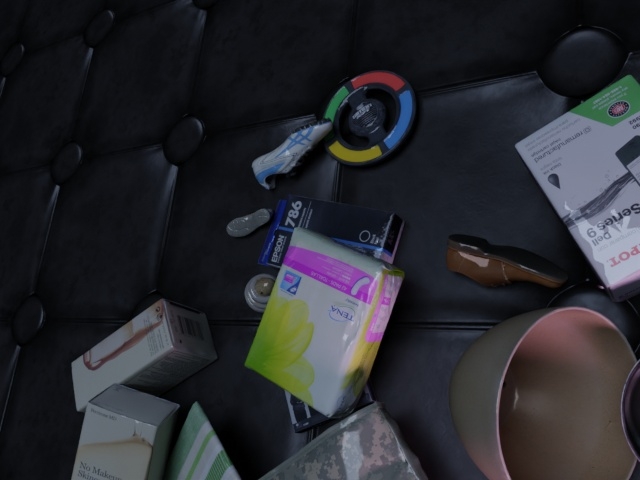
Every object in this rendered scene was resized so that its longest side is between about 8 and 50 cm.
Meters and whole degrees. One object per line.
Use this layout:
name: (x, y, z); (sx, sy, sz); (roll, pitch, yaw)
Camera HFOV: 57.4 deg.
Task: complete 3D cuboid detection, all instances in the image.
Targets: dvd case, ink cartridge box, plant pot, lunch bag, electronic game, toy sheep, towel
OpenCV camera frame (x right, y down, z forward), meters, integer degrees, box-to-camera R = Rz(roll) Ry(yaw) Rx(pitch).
dvd case: (-0.003, 0.237, 1.168); (0.179, 0.029, 0.239); (-28, 60, 20)
ink cartridge box: (0.483, -0.080, 0.930); (0.211, 0.121, 0.289); (-33, 59, 18)
plant pot: (0.302, 0.236, 0.865); (0.191, 0.284, 0.284); (-8, 65, 64)
lunch bag: (0.060, 0.440, 0.972); (0.287, 0.169, 0.235); (-41, 56, 18)
electronic game: (0.102, -0.267, 1.274); (0.229, 0.048, 0.229); (-11, 67, 28)
toy sheep: (-0.118, 0.113, 1.239); (0.091, 0.132, 0.091); (5, 61, -10)
ink cartridge box: (0.000, 0.000, 1.232); (0.332, 0.065, 0.166); (11, 79, 34)
towel: (-0.200, 0.516, 1.130); (0.325, 0.038, 0.248); (47, 124, 35)

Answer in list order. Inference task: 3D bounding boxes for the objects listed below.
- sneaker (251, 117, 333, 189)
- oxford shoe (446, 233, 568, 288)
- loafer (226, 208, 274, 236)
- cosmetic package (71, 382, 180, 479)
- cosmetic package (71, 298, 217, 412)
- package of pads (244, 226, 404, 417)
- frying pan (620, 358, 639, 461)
sneaker: (-0.056, -0.197, 1.321); (0.237, 0.085, 0.086); (-32, 93, 33)
oxford shoe: (0.322, 0.051, 1.026); (0.212, 0.076, 0.076); (18, 113, 32)
loafer: (-0.161, -0.043, 1.365); (0.125, 0.039, 0.045); (-22, 96, 27)
cosmetic package: (-0.412, 0.474, 1.202); (0.160, 0.113, 0.310); (15, 100, 8)
cosmetic package: (-0.401, 0.272, 1.325); (0.296, 0.153, 0.129); (-34, 57, 15)
package of pads: (0.009, 0.151, 1.093); (0.229, 0.101, 0.297); (23, 96, 34)
frying pan: (0.497, 0.300, 0.796); (0.197, 0.053, 0.326); (5, 83, -3)
